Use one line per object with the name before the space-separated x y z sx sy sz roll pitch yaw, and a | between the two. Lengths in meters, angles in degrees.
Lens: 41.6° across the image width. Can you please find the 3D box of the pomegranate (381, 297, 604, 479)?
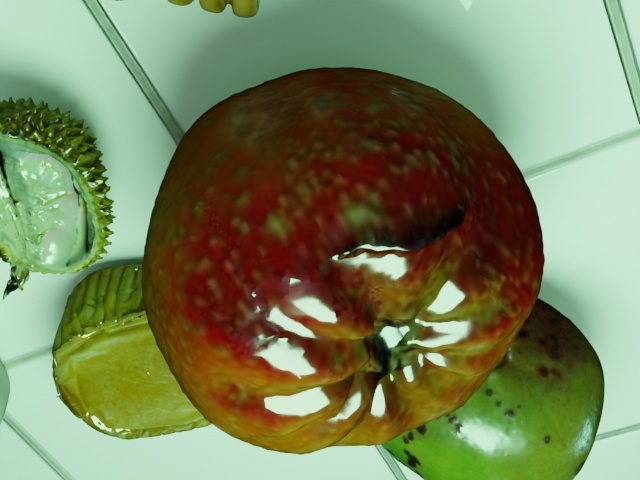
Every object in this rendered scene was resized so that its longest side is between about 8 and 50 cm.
pomegranate | 0.192 0.217 1.071 0.290 0.291 0.323 12 133 -7

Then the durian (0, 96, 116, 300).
durian | -0.326 -0.057 0.965 0.193 0.138 0.237 15 124 -15

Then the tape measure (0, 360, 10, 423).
tape measure | -0.577 0.209 1.179 0.264 0.130 0.258 -3 129 -3

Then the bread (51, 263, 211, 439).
bread | -0.218 0.145 1.109 0.253 0.142 0.228 -7 127 11

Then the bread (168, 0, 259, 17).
bread | -0.119 -0.284 0.827 0.177 0.084 0.119 8 126 1

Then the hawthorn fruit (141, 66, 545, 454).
hawthorn fruit | 0.000 0.000 0.864 0.402 0.403 0.403 1 126 1
